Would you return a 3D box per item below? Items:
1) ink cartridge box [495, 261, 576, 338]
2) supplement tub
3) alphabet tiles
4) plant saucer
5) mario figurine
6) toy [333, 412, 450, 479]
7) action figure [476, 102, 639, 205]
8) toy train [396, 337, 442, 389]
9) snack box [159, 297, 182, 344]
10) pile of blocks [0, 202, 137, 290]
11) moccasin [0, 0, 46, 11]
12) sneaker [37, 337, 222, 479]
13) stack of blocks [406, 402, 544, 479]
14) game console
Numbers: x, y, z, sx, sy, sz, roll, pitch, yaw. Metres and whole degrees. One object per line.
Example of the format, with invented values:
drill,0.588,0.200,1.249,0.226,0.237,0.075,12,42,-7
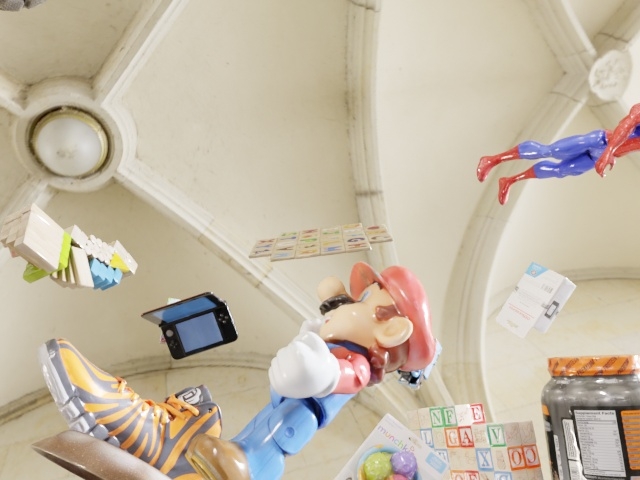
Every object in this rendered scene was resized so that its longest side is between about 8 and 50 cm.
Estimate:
ink cartridge box,0.533,0.158,1.267,0.060,0.104,0.180,30,-86,-33
supplement tub,0.531,0.387,0.943,0.207,0.207,0.338,3,-104,-20
alphabet tiles,0.000,0.000,1.262,0.342,0.285,0.011,-7,-78,2
plant saucer,-0.238,0.271,0.591,0.199,0.198,0.036,50,-130,-29
mario figurine,-0.013,0.123,0.557,0.320,0.198,0.170,-38,-59,-29
toy,0.104,0.389,0.808,0.237,0.136,0.056,-38,-25,-38
action figure,0.334,-0.084,0.623,0.091,0.280,0.139,35,-126,-30
toy train,0.289,0.353,1.491,0.105,0.080,0.184,55,-129,-31
snack box,-0.336,0.207,1.251,0.100,0.037,0.141,12,-51,-16
pile of blocks,-0.525,0.053,1.055,0.112,0.149,0.362,-24,-19,7
moccasin,-0.393,-0.514,0.752,0.147,0.139,0.380,35,-85,-16
sneaker,-0.266,0.247,0.758,0.180,0.124,0.321,-34,-68,-26
stack of blocks,0.319,0.443,1.094,0.087,0.297,0.171,5,-112,-27
game console,-0.248,0.167,0.977,0.143,0.085,0.124,-18,-84,4
